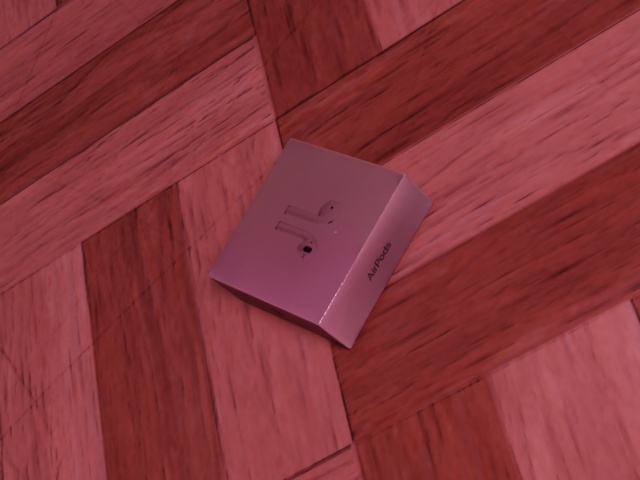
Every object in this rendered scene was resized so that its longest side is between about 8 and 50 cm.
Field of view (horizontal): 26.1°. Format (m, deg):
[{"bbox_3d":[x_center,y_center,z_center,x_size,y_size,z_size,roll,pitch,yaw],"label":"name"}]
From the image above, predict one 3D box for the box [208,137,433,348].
[{"bbox_3d":[0.000,0.000,1.062,0.129,0.051,0.130,21,77,44],"label":"box"}]
